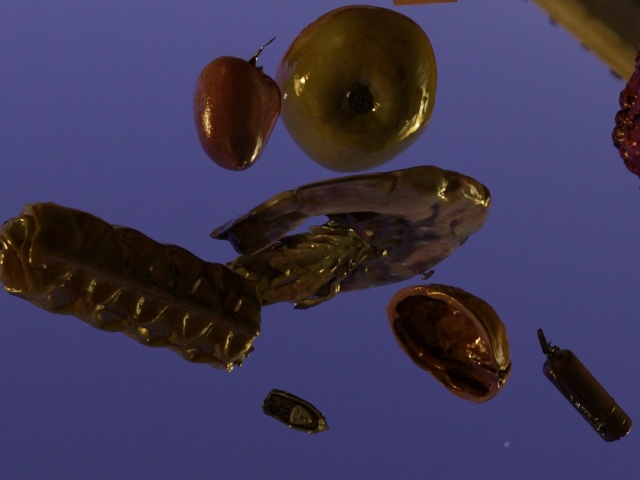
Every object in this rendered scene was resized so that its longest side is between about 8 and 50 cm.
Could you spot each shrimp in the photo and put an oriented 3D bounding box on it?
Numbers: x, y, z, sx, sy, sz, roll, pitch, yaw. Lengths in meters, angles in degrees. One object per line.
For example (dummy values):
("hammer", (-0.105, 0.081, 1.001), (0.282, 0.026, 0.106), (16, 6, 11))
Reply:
("shrimp", (0.000, 0.000, 1.177), (0.247, 0.360, 0.085), (27, -131, -54))

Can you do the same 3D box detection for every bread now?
("bread", (-0.180, 0.043, 1.088), (0.269, 0.098, 0.087), (23, -167, -26))

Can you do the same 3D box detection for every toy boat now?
("toy boat", (-0.027, 0.195, 1.290), (0.083, 0.038, 0.038), (26, -138, -10))

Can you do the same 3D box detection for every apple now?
("apple", (0.052, -0.223, 1.701), (0.261, 0.261, 0.194), (27, -158, -8))

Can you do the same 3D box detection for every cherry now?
("cherry", (-0.091, -0.139, 1.201), (0.087, 0.106, 0.126), (8, -123, 31))

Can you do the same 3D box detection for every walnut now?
("walnut", (0.197, 0.127, 1.623), (0.087, 0.167, 0.211), (-31, -130, -33))

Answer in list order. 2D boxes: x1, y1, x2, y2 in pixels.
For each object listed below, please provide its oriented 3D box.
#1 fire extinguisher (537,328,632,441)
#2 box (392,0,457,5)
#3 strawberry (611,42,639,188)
("fire extinguisher", (0.310, 0.179, 1.373), (0.157, 0.045, 0.078), (48, -157, -15))
("box", (0.128, -0.425, 1.450), (0.033, 0.247, 0.129), (-18, -162, -35))
("strawberry", (0.419, -0.141, 1.225), (0.274, 0.220, 0.274), (9, -102, -48))
